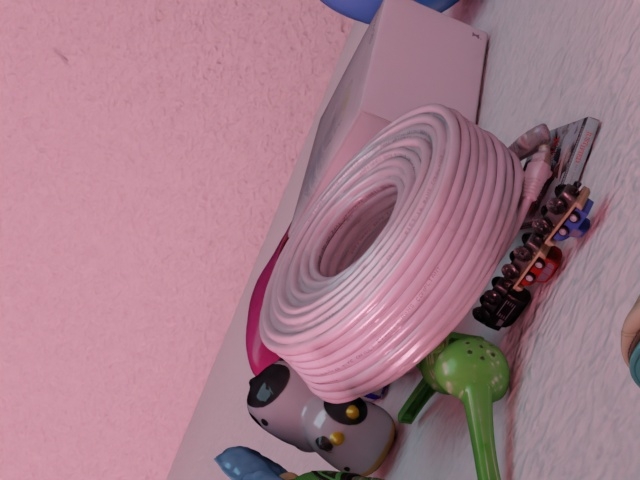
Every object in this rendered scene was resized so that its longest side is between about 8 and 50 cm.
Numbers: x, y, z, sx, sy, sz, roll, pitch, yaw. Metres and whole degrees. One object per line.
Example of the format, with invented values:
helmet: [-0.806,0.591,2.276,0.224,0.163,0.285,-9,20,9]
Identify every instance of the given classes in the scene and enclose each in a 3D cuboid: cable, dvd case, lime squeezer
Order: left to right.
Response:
cable: [0.054,0.008,1.033,0.257,0.089,0.257,-21,36,55]
lime squeezer: [0.109,0.123,0.972,0.310,0.059,0.109,-149,51,-80]
dvd case: [0.185,-0.052,1.018,0.119,0.013,0.087,172,120,-79]

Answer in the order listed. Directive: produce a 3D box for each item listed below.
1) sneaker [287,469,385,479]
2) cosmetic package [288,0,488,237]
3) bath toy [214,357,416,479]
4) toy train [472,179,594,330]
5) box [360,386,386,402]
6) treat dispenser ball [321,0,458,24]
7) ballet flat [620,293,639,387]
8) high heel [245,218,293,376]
sneaker: [-0.011,0.252,1.019,0.343,0.146,0.134,124,166,-57]
cosmetic package: [0.079,-0.122,1.456,0.224,0.138,0.224,-76,13,-44]
bath toy: [0.031,0.098,1.199,0.348,0.151,0.129,-62,-14,-14]
toy train: [0.159,0.015,0.931,0.027,0.036,0.158,-52,-8,-46]
box: [0.035,0.110,1.347,0.137,0.072,0.126,133,158,-70]
treat dispenser ball: [0.091,-0.426,1.644,0.288,0.288,0.288,-158,90,-82]
ballet flat: [0.209,-0.002,0.544,0.248,0.086,0.086,125,165,-60]
high heel: [0.000,0.000,1.628,0.181,0.127,0.377,106,-176,-56]
